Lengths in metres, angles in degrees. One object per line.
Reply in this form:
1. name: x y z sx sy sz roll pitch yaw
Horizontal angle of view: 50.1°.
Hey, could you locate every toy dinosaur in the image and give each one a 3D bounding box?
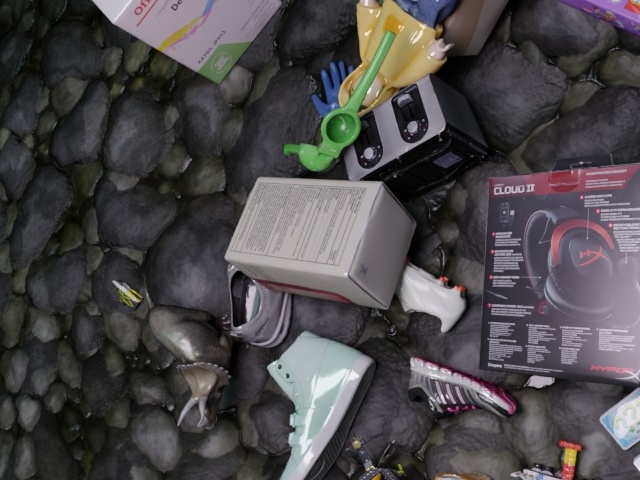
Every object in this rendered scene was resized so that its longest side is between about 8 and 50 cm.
1. toy dinosaur: -0.218 0.163 1.167 0.121 0.160 0.313 -47 63 14

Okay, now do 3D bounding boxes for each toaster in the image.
1. toaster: 0.145 -0.144 1.014 0.168 0.185 0.110 -28 66 31

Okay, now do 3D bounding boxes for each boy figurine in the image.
1. boy figurine: 0.107 -0.297 0.980 0.177 0.092 0.285 49 132 20

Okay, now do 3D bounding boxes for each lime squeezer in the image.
1. lime squeezer: 0.021 -0.164 0.984 0.310 0.058 0.110 -40 22 52

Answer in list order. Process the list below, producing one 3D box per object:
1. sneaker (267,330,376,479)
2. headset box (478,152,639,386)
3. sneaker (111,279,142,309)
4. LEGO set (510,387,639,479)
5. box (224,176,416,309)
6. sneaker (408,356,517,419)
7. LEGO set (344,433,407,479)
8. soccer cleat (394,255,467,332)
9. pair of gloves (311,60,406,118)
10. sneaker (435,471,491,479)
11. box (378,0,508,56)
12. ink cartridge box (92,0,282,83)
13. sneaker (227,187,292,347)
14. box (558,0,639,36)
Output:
1. sneaker: -0.032 0.269 1.077 0.151 0.094 0.256 25 84 25
2. headset box: 0.331 0.031 0.882 0.218 0.110 0.293 -3 79 42
3. sneaker: -0.387 0.107 1.348 0.083 0.031 0.035 32 98 30
4. LEGO set: 0.369 0.325 0.861 0.244 0.060 0.182 -43 60 16
5. box: 0.000 0.000 1.017 0.232 0.127 0.149 7 67 37
6. sneaker: 0.195 0.226 0.976 0.170 0.063 0.075 16 89 36
7. LEGO set: 0.058 0.466 0.973 0.255 0.192 0.331 40 98 4
8. soccer cleat: 0.129 0.066 1.041 0.196 0.068 0.076 31 100 28
9. pair of gloves: 0.076 -0.244 1.153 0.198 0.023 0.159 -14 72 26
10. sneaker: 0.204 0.349 0.969 0.083 0.032 0.037 -9 90 33
11. box: 0.220 -0.433 0.972 0.148 0.121 0.311 48 133 27
12. ink cartridge box: -0.251 -0.437 1.182 0.207 0.353 0.119 -49 62 14
13. sneaker: -0.098 0.036 1.146 0.105 0.115 0.281 -6 78 29
14. box: 0.402 -0.437 0.978 0.293 0.057 0.201 39 102 29
